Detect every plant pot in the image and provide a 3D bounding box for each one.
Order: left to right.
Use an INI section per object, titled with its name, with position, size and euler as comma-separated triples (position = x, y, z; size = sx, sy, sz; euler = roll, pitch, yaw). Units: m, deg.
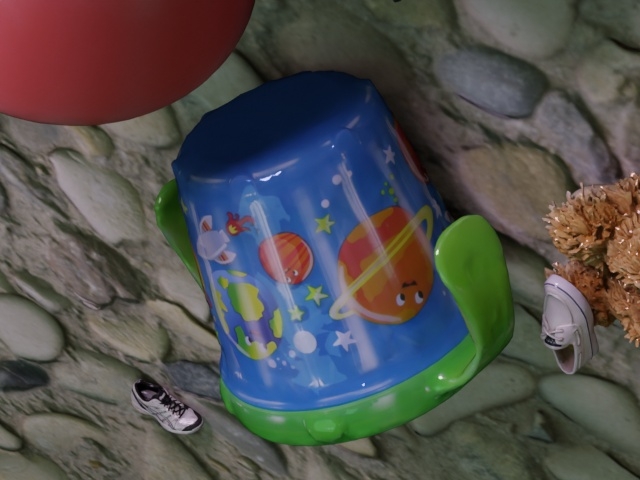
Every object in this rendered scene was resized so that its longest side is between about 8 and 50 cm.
[plant pot]
position = -0.157, -0.245, 1.252
size = 0.275, 0.275, 0.243
euler = 30, 154, 4

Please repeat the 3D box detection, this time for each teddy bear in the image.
[teddy bear]
position = 0.309, 0.062, 1.430
size = 0.338, 0.113, 0.245
euler = 30, 149, 6

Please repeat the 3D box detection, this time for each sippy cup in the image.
[sippy cup]
position = 0.000, 0.000, 1.527
size = 0.306, 0.240, 0.224
euler = -13, 118, 18

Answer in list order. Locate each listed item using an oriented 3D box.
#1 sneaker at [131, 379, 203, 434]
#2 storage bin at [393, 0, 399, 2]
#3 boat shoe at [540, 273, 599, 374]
[sneaker]
position = -0.158, 0.169, 2.032
size = 0.083, 0.032, 0.037
euler = 22, 146, 15
[storage bin]
position = 0.054, -0.250, 1.204
size = 0.084, 0.122, 0.180
euler = -16, 131, 10
[boat shoe]
position = 0.181, 0.065, 1.486
size = 0.035, 0.035, 0.100
euler = 29, 157, 33
